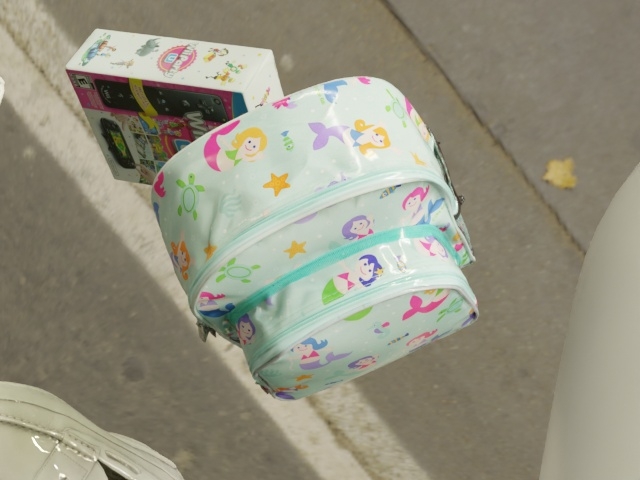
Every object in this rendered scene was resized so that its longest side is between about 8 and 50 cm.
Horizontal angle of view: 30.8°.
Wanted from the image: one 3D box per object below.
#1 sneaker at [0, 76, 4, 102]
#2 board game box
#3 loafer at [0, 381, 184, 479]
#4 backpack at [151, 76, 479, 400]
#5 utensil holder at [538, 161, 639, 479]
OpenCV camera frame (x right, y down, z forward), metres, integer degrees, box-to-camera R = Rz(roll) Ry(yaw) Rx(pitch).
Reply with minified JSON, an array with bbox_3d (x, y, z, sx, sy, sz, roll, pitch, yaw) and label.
[{"bbox_3d":[-0.336,-0.124,0.972,0.169,0.292,0.108,-5,126,6],"label":"sneaker"},{"bbox_3d":[-0.194,-0.179,1.696,0.303,0.224,0.097,10,50,25],"label":"board game box"},{"bbox_3d":[-0.231,0.213,1.038,0.319,0.111,0.112,29,103,-44],"label":"loafer"},{"bbox_3d":[0.000,0.000,0.868,0.225,0.253,0.191,-24,63,3],"label":"backpack"},{"bbox_3d":[0.225,0.121,0.388,0.327,0.385,0.328,6,115,12],"label":"utensil holder"}]
